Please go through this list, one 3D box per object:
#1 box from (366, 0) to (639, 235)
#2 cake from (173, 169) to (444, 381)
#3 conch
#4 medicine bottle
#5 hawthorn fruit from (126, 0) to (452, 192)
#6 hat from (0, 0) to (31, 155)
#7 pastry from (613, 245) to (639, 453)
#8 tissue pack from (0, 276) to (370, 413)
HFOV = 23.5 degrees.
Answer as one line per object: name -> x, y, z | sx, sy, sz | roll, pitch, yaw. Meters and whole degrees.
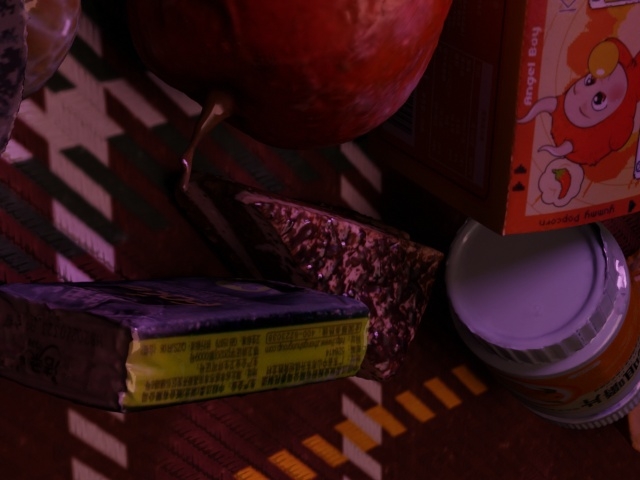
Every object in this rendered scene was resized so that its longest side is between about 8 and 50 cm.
box -> 0.203, -0.185, 1.245 | 0.259, 0.214, 0.284 | -13, 120, -28
cake -> -0.002, -0.010, 1.245 | 0.135, 0.112, 0.246 | -56, 133, -22
conch -> -0.208, -0.152, 0.980 | 0.116, 0.106, 0.173 | 9, 112, -29
medicine bottle -> 0.214, 0.069, 1.402 | 0.158, 0.158, 0.318 | -65, 156, -9
hawthorn fruit -> -0.037, -0.154, 1.078 | 0.242, 0.242, 0.272 | 30, 83, -48
hat -> -0.302, -0.104, 0.869 | 0.265, 0.128, 0.266 | -21, 119, -44
pastry -> 0.382, 0.100, 1.666 | 0.236, 0.170, 0.256 | -24, 133, -19
tissue pack -> -0.105, 0.068, 1.112 | 0.235, 0.173, 0.073 | -1, 98, -46
